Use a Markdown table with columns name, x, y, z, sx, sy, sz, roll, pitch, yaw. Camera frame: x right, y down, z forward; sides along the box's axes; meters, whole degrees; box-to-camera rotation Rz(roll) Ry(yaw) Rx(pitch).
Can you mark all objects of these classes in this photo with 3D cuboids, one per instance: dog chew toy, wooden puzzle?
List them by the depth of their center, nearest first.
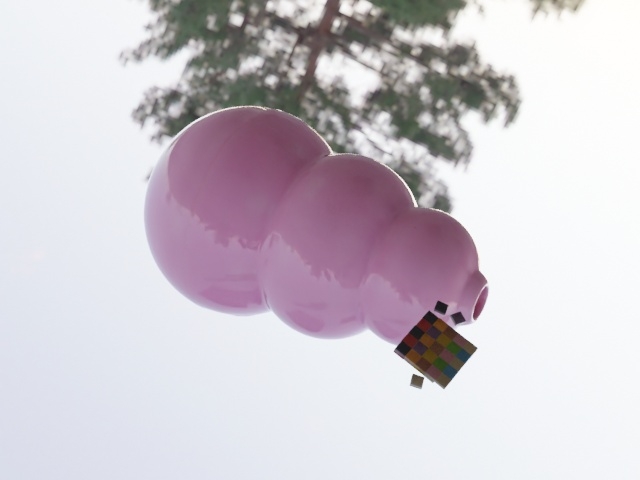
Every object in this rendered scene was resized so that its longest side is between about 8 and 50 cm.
| name | x | y | z | sx | sy | sz | roll | pitch | yaw |
| --- | --- | --- | --- | --- | --- | --- | --- | --- | --- |
| wooden puzzle | 0.090 | 0.085 | 0.906 | 0.049 | 0.006 | 0.083 | 38 | -126 | 12 |
| dog chew toy | 0.000 | 0.000 | 1.101 | 0.332 | 0.206 | 0.207 | 22 | -162 | 21 |
